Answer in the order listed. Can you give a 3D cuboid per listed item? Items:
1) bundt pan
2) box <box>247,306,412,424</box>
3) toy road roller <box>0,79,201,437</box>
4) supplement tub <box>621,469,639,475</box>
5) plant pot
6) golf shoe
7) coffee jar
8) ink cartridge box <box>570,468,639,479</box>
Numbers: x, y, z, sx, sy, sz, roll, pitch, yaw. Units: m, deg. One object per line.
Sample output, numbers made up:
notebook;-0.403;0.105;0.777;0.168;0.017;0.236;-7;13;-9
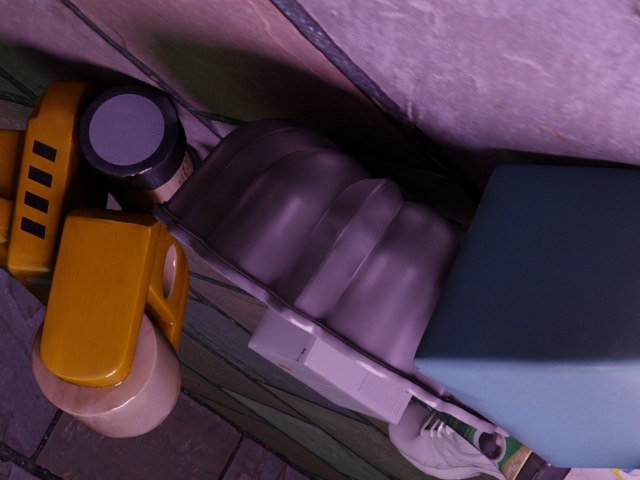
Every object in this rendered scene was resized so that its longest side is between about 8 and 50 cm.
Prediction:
bundt pan;0.038;0.012;1.277;0.331;0.124;0.331;31;-177;-2
box;0.022;0.140;2.014;0.170;0.091;0.130;37;166;-34
toy road roller;-0.246;0.010;1.550;0.241;0.329;0.202;4;164;7
supplement tub;0.289;0.185;1.651;0.107;0.071;0.071;29;168;-4
plant pot;0.219;0.052;1.082;0.166;0.165;0.234;36;158;-30
golf shoe;0.193;0.231;2.010;0.306;0.115;0.140;7;146;44
coffee jar;0.190;0.185;1.726;0.184;0.079;0.096;42;141;18
ink cartridge box;0.350;0.242;1.750;0.198;0.067;0.115;20;164;37
